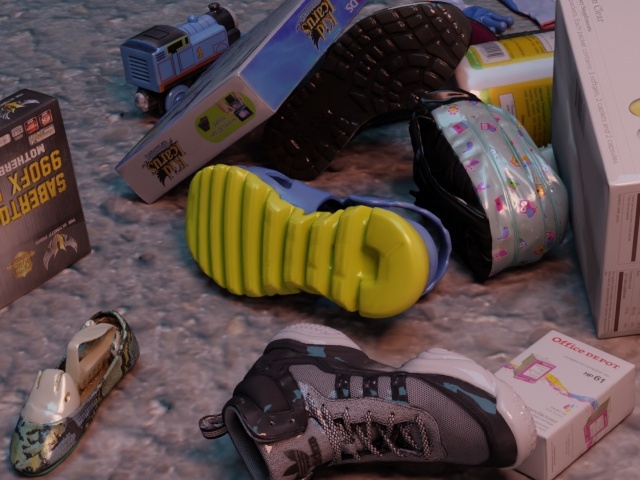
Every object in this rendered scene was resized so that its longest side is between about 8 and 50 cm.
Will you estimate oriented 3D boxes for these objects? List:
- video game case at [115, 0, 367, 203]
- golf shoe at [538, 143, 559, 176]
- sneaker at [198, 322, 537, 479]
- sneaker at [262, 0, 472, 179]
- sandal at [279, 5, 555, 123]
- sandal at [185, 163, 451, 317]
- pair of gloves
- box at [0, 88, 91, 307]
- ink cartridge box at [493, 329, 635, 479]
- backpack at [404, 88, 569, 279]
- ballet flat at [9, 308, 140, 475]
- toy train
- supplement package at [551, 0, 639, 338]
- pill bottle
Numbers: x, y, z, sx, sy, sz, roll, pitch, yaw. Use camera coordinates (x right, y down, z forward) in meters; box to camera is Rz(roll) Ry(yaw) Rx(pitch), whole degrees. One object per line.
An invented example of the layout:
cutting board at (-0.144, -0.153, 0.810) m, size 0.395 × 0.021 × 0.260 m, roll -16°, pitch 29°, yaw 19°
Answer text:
video game case at (-0.077, -0.180, 1.589) m, size 0.244 × 0.061 × 0.269 m, roll -30°, pitch 18°, yaw 46°
golf shoe at (0.280, -0.051, 1.466) m, size 0.176 × 0.069 × 0.086 m, roll 10°, pitch 41°, yaw 26°
sneaker at (0.029, 0.155, 1.150) m, size 0.269 × 0.101 × 0.153 m, roll 13°, pitch 37°, yaw 38°
sneaker at (0.058, -0.184, 1.572) m, size 0.283 × 0.107 × 0.124 m, roll -33°, pitch 8°, yaw 37°
sandal at (0.146, -0.229, 1.734) m, size 0.446 × 0.107 × 0.167 m, roll -7°, pitch 30°, yaw 1°
sandal at (0.000, 0.000, 1.403) m, size 0.317 × 0.126 × 0.138 m, roll 19°, pitch 17°, yaw 37°
pair of gloves at (0.243, -0.311, 1.932) m, size 0.198 × 0.023 × 0.159 m, roll -15°, pitch 33°, yaw -11°
box at (-0.341, -0.020, 1.416) m, size 0.056 × 0.183 × 0.231 m, roll 19°, pitch 39°, yaw 37°
ink cartridge box at (0.189, 0.134, 1.194) m, size 0.088 × 0.052 × 0.122 m, roll 24°, pitch 41°, yaw 40°
backpack at (0.161, -0.053, 1.420) m, size 0.115 × 0.152 × 0.182 m, roll -22°, pitch 46°, yaw -8°
ballet flat at (-0.221, 0.125, 1.272) m, size 0.070 × 0.070 × 0.188 m, roll 5°, pitch 34°, yaw 18°
toy train at (-0.161, -0.224, 1.785) m, size 0.080 × 0.105 × 0.184 m, roll 22°, pitch 42°, yaw 38°
supplement package at (0.303, -0.080, 1.316) m, size 0.145 × 0.204 × 0.261 m, roll -6°, pitch 48°, yaw 1°
pill bottle at (0.259, -0.159, 1.575) m, size 0.246 × 0.136 × 0.136 m, roll -11°, pitch 32°, yaw -8°
